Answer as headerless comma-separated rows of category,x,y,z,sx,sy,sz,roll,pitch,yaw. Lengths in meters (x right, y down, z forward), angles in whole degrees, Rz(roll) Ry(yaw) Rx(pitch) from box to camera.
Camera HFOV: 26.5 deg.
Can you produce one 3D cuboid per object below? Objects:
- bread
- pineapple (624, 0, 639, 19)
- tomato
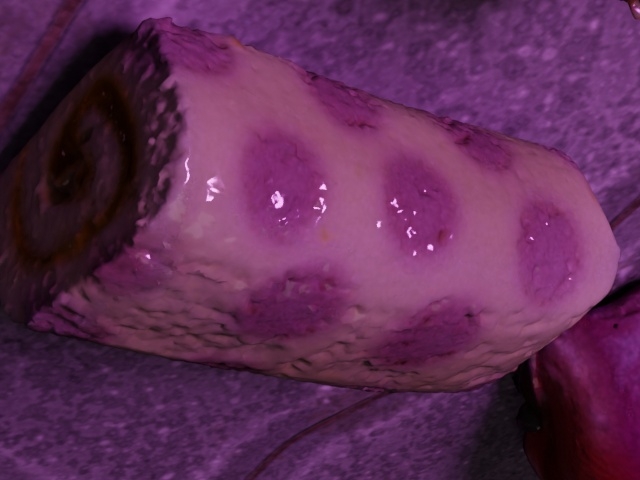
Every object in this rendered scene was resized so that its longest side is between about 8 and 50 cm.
bread,0.000,0.000,0.805,0.338,0.155,0.187,12,139,-38
pineapple,0.085,-0.200,0.586,0.340,0.169,0.169,13,134,-29
tomato,0.330,0.163,1.180,0.289,0.176,0.335,-19,144,-6
